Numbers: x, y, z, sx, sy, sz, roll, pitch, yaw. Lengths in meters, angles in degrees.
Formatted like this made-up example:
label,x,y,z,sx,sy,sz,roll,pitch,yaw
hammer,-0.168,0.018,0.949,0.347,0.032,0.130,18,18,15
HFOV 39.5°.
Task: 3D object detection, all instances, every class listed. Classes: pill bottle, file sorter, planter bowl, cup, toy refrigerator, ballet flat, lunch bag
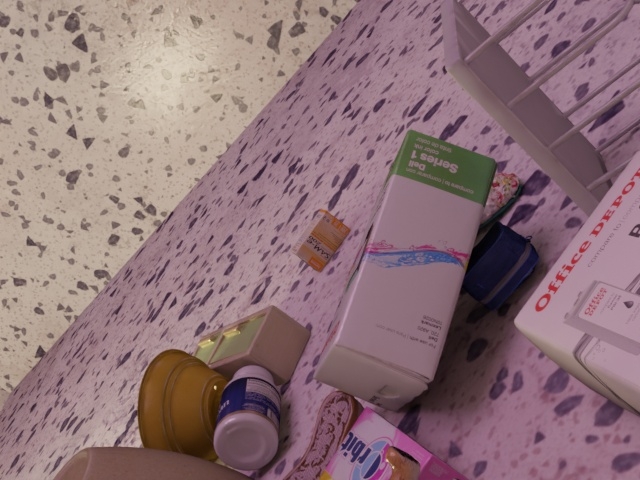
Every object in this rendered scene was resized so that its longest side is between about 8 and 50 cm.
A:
label,x,y,z,sx,sy,sz,roll,pitch,yaw
pill bottle,-0.107,0.260,1.345,0.094,0.094,0.169,-47,15,16
file sorter,0.283,-0.175,0.936,0.173,0.277,0.193,-38,22,27
planter bowl,-0.188,0.275,1.417,0.090,0.217,0.217,-11,37,24
cup,-0.268,0.417,1.220,0.331,0.237,0.331,-46,19,21
toy refrigerator,-0.140,0.201,1.544,0.269,0.094,0.102,-28,30,53
ballet flat,0.169,-0.027,1.248,0.241,0.077,0.091,-41,20,30
lunch bag,0.213,0.029,1.052,0.098,0.065,0.067,-51,6,17

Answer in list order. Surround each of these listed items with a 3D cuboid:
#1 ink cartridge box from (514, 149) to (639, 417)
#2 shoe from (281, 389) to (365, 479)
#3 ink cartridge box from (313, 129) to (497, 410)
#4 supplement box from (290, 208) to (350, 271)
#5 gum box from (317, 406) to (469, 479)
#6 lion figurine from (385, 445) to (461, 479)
label,x,y,z,sx,sy,sz,roll,pitch,yaw
ink cartridge box,0.307,0.050,0.695,0.207,0.117,0.283,-53,18,-2
shoe,0.000,0.294,1.103,0.076,0.058,0.219,15,69,37
ink cartridge box,0.097,0.043,1.065,0.201,0.117,0.278,110,-179,-69
supplement box,0.000,0.000,1.633,0.098,0.062,0.036,-55,20,-6
gum box,0.071,0.260,0.963,0.107,0.062,0.188,-54,18,-6
lion figurine,0.087,0.323,0.694,0.240,0.142,0.392,-61,23,-3
